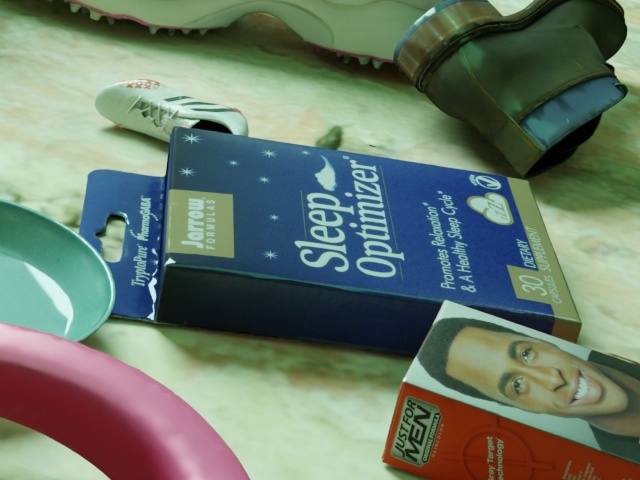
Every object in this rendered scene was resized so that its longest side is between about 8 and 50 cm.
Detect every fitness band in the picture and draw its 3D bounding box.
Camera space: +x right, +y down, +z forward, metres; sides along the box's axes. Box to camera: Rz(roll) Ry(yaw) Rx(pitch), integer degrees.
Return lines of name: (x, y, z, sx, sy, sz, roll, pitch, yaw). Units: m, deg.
fitness band: (-0.140, 0.113, 0.444, 0.209, 0.054, 0.291, 26, 33, 22)

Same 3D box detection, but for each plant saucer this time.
plant saucer: (-0.145, 0.019, 0.628, 0.119, 0.021, 0.119, 14, 29, -8)

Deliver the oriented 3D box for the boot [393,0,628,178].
boot: (0.143, -0.092, 0.924, 0.219, 0.082, 0.106, -15, 61, -47)

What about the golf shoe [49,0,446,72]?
golf shoe: (-0.042, -0.196, 0.941, 0.306, 0.140, 0.115, 7, 31, -8)

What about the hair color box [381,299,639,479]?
hair color box: (0.103, 0.078, 0.613, 0.141, 0.043, 0.072, 18, 30, 10)

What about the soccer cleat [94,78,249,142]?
soccer cleat: (-0.079, -0.064, 0.806, 0.083, 0.029, 0.035, 14, 25, -7)

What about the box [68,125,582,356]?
box: (0.000, 0.000, 0.719, 0.225, 0.036, 0.136, 7, 30, -8)
